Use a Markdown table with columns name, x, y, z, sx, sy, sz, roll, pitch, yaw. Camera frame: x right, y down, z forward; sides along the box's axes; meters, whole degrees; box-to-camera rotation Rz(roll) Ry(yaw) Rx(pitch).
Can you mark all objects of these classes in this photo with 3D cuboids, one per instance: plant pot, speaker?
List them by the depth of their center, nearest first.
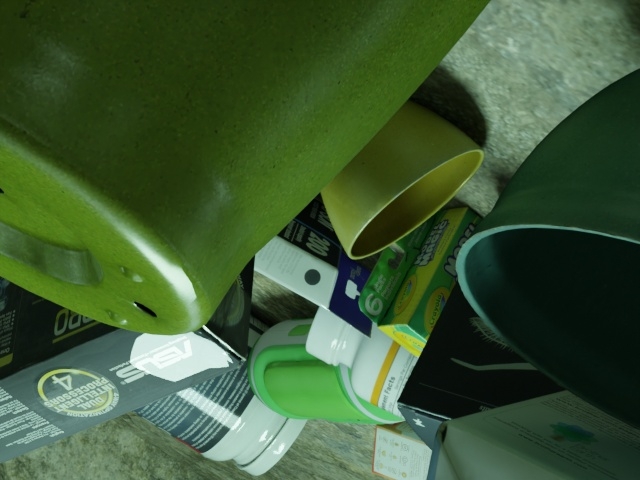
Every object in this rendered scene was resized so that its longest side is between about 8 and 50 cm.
| name | x | y | z | sx | sy | sz | roll | pitch | yaw |
| --- | --- | --- | --- | --- | --- | --- | --- | --- | --- |
| plant pot | -0.080 | -0.158 | 0.734 | 0.366 | 0.353 | 0.366 | 26 | 161 | 10 |
| plant pot | 0.255 | -0.006 | 0.885 | 0.293 | 0.196 | 0.293 | 27 | 162 | 10 |
| plant pot | 0.048 | -0.064 | 1.174 | 0.095 | 0.134 | 0.134 | 52 | 165 | 13 |
| speaker | 0.025 | 0.148 | 1.728 | 0.131 | 0.131 | 0.296 | 36 | 160 | -20 |

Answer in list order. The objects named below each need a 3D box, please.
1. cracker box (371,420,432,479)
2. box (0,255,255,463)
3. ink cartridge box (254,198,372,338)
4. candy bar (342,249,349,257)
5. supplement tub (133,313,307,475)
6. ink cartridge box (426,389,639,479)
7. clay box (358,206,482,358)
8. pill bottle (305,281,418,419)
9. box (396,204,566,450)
| name | x | y | z | sx | sy | sz | roll | pitch | yaw |
| --- | --- | --- | --- | --- | --- | --- | --- | --- | --- |
| cracker box | 0.197 | 0.250 | 1.704 | 0.232 | 0.067 | 0.155 | 16 | -159 | 34 |
| box | -0.226 | 0.014 | 1.214 | 0.395 | 0.318 | 0.097 | -24 | 131 | 28 |
| ink cartridge box | -0.028 | -0.005 | 1.381 | 0.208 | 0.045 | 0.206 | 31 | -166 | -4 |
| candy bar | 0.000 | 0.000 | 1.545 | 0.040 | 0.018 | 0.161 | 15 | 157 | 43 |
| supplement tub | -0.155 | 0.166 | 1.928 | 0.272 | 0.191 | 0.191 | 34 | 161 | -13 |
| ink cartridge box | 0.286 | 0.210 | 1.041 | 0.270 | 0.151 | 0.395 | 23 | -160 | 37 |
| clay box | 0.146 | 0.067 | 1.338 | 0.222 | 0.127 | 0.053 | 38 | 159 | -25 |
| pill bottle | 0.116 | 0.121 | 1.506 | 0.245 | 0.136 | 0.136 | 26 | 161 | 10 |
| box | 0.183 | 0.091 | 1.222 | 0.153 | 0.207 | 0.108 | 15 | 157 | 35 |
